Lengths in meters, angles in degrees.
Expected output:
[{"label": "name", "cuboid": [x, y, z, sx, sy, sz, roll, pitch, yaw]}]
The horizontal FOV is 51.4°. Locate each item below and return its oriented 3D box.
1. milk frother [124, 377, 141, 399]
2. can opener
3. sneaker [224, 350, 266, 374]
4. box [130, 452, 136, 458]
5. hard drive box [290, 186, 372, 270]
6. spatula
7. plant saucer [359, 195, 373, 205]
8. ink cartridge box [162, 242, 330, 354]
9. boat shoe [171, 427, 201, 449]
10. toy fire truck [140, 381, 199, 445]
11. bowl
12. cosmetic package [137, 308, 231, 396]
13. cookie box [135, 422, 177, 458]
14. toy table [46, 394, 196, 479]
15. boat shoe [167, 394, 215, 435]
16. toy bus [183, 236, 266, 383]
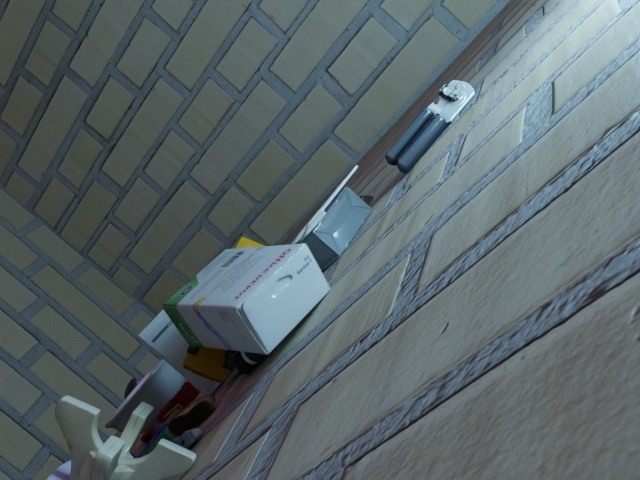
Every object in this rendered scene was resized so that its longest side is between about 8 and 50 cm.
[{"label": "milk frother", "cuboid": [-0.576, 0.527, 2.281, 0.143, 0.134, 0.129, -50, 36, 19]}, {"label": "can opener", "cuboid": [0.271, -0.274, 1.608, 0.280, 0.074, 0.093, -48, -29, -10]}, {"label": "sneaker", "cuboid": [-0.149, 0.208, 1.412, 0.121, 0.079, 0.217, -46, 7, 13]}, {"label": "box", "cuboid": [-0.484, 0.595, 1.485, 0.201, 0.057, 0.293, -50, 6, -14]}, {"label": "hard drive box", "cuboid": [0.000, 0.000, 1.636, 0.181, 0.089, 0.232, -53, 7, -38]}, {"label": "spatula", "cuboid": [0.005, -0.069, 1.546, 0.242, 0.019, 0.168, -51, 1, -26]}, {"label": "plant saucer", "cuboid": [0.077, -0.063, 1.791, 0.168, 0.029, 0.168, -48, 6, 7]}, {"label": "ink cartridge box", "cuboid": [-0.149, 0.112, 1.315, 0.278, 0.117, 0.201, -5, 32, 49]}, {"label": "boat shoe", "cuboid": [-0.262, 0.392, 1.304, 0.035, 0.035, 0.100, -16, -24, -43]}, {"label": "toy fire truck", "cuboid": [-0.399, 0.464, 1.791, 0.192, 0.047, 0.135, -49, 6, -11]}, {"label": "bowl", "cuboid": [-0.504, 0.484, 2.023, 0.298, 0.134, 0.298, -48, 6, 7]}, {"label": "cosmetic package", "cuboid": [-0.323, 0.259, 1.672, 0.138, 0.224, 0.224, -47, 5, -11]}, {"label": "cookie box", "cuboid": [-0.382, 0.483, 1.555, 0.107, 0.040, 0.092, -52, 6, -26]}, {"label": "toy table", "cuboid": [-0.360, 0.390, 1.142, 0.161, 0.252, 0.274, -65, 13, 4]}, {"label": "boat shoe", "cuboid": [-0.272, 0.374, 1.423, 0.135, 0.050, 0.045, -35, 7, 25]}, {"label": "toy bus", "cuboid": [-0.203, 0.160, 1.534, 0.130, 0.108, 0.333, 125, 168, -67]}]
